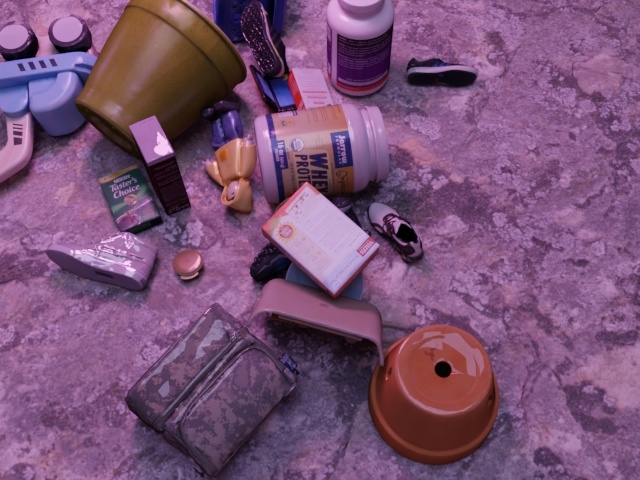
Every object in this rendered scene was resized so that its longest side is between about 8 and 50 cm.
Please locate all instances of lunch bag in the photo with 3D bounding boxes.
[{"bbox_3d":[-0.227,0.321,1.605,0.256,0.212,0.305,42,69,4],"label":"lunch bag"}]

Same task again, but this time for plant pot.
[{"bbox_3d":[-0.211,-0.744,2.201,0.212,0.236,0.236,-3,60,-9],"label":"plant pot"},{"bbox_3d":[0.250,0.311,1.597,0.290,0.203,0.291,0,61,1],"label":"plant pot"},{"bbox_3d":[-0.444,-0.415,1.968,0.366,0.366,0.353,31,77,17],"label":"plant pot"}]

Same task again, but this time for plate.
[{"bbox_3d":[0.010,0.102,1.778,0.188,0.024,0.188,0,97,1],"label":"plate"}]

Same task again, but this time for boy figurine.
[{"bbox_3d":[-0.240,-0.208,1.942,0.177,0.092,0.285,-16,78,34],"label":"boy figurine"}]

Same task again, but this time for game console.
[{"bbox_3d":[-0.121,-0.438,2.104,0.085,0.124,0.144,-31,60,14],"label":"game console"}]

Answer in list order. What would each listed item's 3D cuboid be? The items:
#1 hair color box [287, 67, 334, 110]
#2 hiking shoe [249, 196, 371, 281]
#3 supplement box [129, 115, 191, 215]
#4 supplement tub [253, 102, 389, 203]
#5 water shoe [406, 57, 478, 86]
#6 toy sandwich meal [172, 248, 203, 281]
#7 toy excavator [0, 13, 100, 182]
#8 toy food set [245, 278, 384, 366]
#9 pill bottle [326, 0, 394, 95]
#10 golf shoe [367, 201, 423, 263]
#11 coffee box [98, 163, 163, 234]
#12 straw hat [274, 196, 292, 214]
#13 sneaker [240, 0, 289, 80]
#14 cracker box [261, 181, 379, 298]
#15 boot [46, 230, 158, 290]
[{"bbox_3d":[-0.025,-0.403,2.085,0.093,0.053,0.167,-3,56,-24],"label":"hair color box"},{"bbox_3d":[-0.028,0.026,1.817,0.304,0.113,0.132,-34,106,1],"label":"hiking shoe"},{"bbox_3d":[-0.399,-0.183,1.868,0.073,0.239,0.130,-25,63,-12],"label":"supplement box"},{"bbox_3d":[0.001,-0.224,1.893,0.316,0.228,0.228,-9,60,-4],"label":"supplement tub"},{"bbox_3d":[0.348,-0.493,2.134,0.203,0.073,0.080,2,58,1],"label":"water shoe"},{"bbox_3d":[-0.326,0.061,1.850,0.085,0.029,0.086,-2,56,3],"label":"toy sandwich meal"},{"bbox_3d":[-0.781,-0.341,2.000,0.433,0.222,0.445,-10,69,-3],"label":"toy excavator"},{"bbox_3d":[-0.004,0.187,1.664,0.306,0.220,0.092,15,104,0],"label":"toy food set"},{"bbox_3d":[0.107,-0.559,2.030,0.181,0.323,0.181,0,60,0],"label":"pill bottle"},{"bbox_3d":[0.191,-0.039,1.863,0.077,0.094,0.198,-34,64,-16],"label":"golf shoe"},{"bbox_3d":[-0.494,-0.104,1.938,0.113,0.040,0.184,-23,62,-12],"label":"coffee box"},{"bbox_3d":[-0.054,-0.053,1.883,0.144,0.144,0.061,-13,20,-7],"label":"straw hat"},{"bbox_3d":[-0.153,-0.560,2.110,0.084,0.097,0.235,-20,84,31],"label":"sneaker"},{"bbox_3d":[0.000,0.000,1.714,0.232,0.067,0.156,42,79,12],"label":"cracker box"},{"bbox_3d":[-0.532,0.031,1.843,0.258,0.095,0.123,18,56,1],"label":"boot"}]
